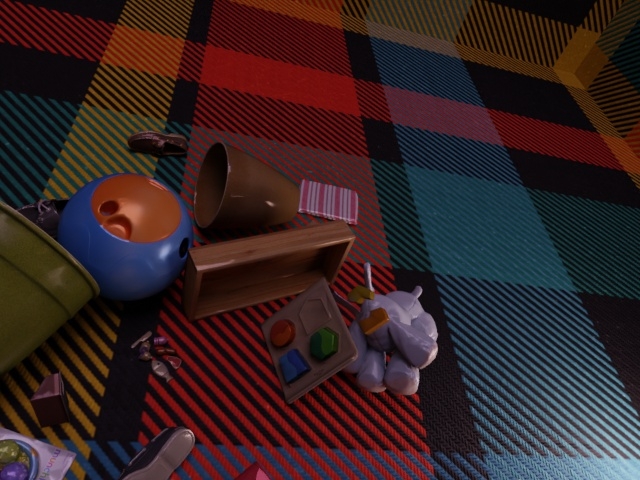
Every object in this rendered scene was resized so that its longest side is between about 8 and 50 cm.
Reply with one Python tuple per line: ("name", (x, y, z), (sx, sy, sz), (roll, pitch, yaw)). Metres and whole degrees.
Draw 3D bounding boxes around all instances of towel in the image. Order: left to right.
("towel", (0.024, -0.121, 1.615), (0.196, 0.029, 0.144), (12, 46, -7))

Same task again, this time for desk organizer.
("desk organizer", (-0.504, 0.300, 0.946), (0.050, 0.130, 0.047), (-7, 52, -24))

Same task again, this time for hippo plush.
("hippo plush", (0.163, 0.226, 1.261), (0.294, 0.234, 0.236), (51, 22, 12))

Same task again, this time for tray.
("tray", (-0.128, 0.069, 1.253), (0.410, 0.203, 0.076), (-13, 54, -30))

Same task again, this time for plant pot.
("plant pot", (-0.671, 0.129, 0.909), (0.366, 0.367, 0.353), (28, 61, 6))
("plant pot", (-0.195, -0.128, 1.422), (0.254, 0.237, 0.237), (12, 44, -33))

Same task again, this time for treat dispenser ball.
("treat dispenser ball", (-0.435, -0.009, 1.145), (0.287, 0.288, 0.288), (11, 46, -11))

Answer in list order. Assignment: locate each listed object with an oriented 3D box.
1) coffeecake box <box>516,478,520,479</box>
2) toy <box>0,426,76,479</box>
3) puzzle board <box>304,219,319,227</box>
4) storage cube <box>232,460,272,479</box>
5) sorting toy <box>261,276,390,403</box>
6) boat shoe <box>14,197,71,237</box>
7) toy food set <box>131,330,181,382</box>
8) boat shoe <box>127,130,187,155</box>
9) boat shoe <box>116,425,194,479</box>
("coffeecake box", (0.388, 0.598, 1.004), (0.068, 0.142, 0.186), (-6, 52, -25))
("toy", (-0.578, 0.393, 0.884), (0.237, 0.056, 0.137), (20, 46, -3))
("puzzle board", (0.000, 0.000, 1.503), (0.128, 0.011, 0.096), (37, 45, 13))
("storage cube", (-0.136, 0.530, 0.837), (0.193, 0.184, 0.215), (-27, 63, -37))
("sorting toy", (-0.002, 0.195, 1.141), (0.041, 0.307, 0.229), (30, 28, -47))
("boat shoe", (-0.608, -0.075, 1.255), (0.334, 0.096, 0.112), (-6, 38, -33))
("toy food set", (-0.357, 0.251, 1.126), (0.122, 0.019, 0.078), (35, 46, 12))
("boat shoe", (-0.494, -0.293, 1.545), (0.177, 0.064, 0.060), (-2, 48, -26))
("boat shoe", (-0.331, 0.435, 0.953), (0.064, 0.075, 0.206), (1, 33, 45))
